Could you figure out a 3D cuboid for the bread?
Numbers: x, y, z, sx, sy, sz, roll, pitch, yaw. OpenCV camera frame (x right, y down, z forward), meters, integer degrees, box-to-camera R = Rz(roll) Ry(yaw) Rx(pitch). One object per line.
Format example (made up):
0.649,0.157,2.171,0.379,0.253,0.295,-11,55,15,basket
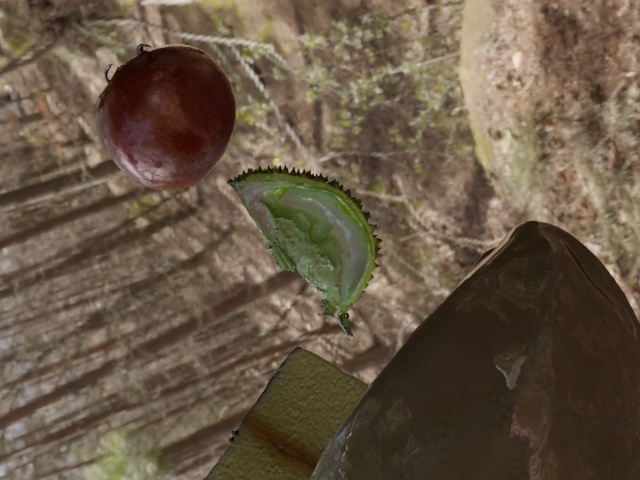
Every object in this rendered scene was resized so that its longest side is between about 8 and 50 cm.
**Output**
-0.018,0.279,1.189,0.135,0.240,0.178,30,173,28,bread

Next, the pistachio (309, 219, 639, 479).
0.067,0.109,0.386,0.138,0.153,0.237,133,148,-77,pistachio

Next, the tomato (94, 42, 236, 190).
-0.169,-0.134,1.014,0.167,0.167,0.167,49,149,43,tomato

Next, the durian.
0.000,0.000,0.889,0.215,0.100,0.086,52,171,-22,durian
